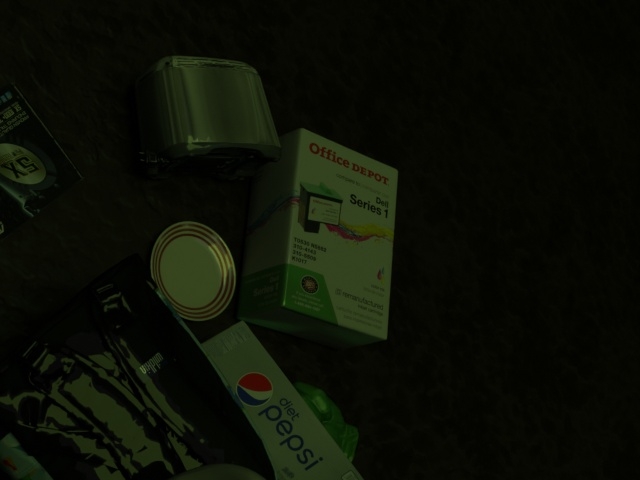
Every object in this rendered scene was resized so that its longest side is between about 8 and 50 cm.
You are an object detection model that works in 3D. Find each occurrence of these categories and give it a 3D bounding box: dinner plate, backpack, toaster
[{"bbox_3d":[-0.179,0.043,1.468,0.141,0.017,0.141,12,71,-37],"label":"dinner plate"},{"bbox_3d":[-0.213,0.250,1.247,0.355,0.273,0.290,42,52,0],"label":"backpack"},{"bbox_3d":[-0.168,-0.167,1.466,0.227,0.129,0.146,-3,76,-39],"label":"toaster"}]

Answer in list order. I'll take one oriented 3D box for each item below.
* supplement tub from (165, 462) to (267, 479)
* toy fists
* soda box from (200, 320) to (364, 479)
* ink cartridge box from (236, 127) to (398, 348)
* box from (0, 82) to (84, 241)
[{"bbox_3d":[-0.074,0.411,1.077,0.228,0.228,0.316,-53,125,-36],"label":"supplement tub"},{"bbox_3d":[-0.044,0.329,1.450,0.142,0.096,0.279,38,58,-24],"label":"toy fists"},{"bbox_3d":[-0.059,0.248,1.363,0.091,0.098,0.286,-31,67,-22],"label":"soda box"},{"bbox_3d":[0.000,0.000,1.564,0.201,0.117,0.278,20,65,-35],"label":"ink cartridge box"},{"bbox_3d":[-0.404,-0.079,1.270,0.180,0.077,0.147,-45,108,-39],"label":"box"}]
